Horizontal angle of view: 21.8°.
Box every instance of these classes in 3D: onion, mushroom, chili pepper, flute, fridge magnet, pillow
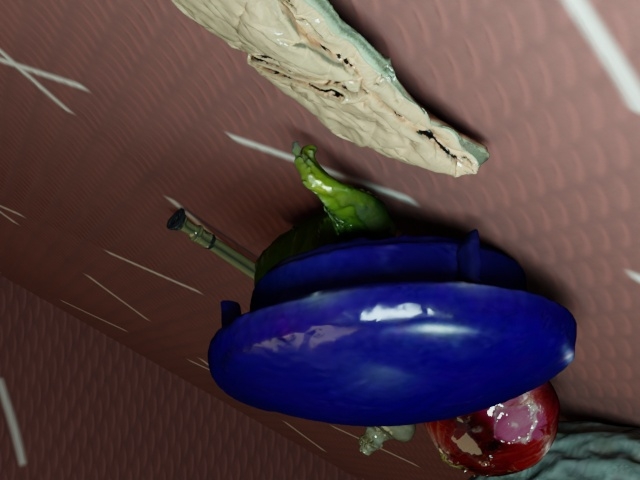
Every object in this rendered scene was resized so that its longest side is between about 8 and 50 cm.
[{"bbox_3d":[0.148,0.147,1.457,0.131,0.131,0.131,28,169,6],"label":"onion"},{"bbox_3d":[0.077,0.241,2.140,0.085,0.079,0.085,29,167,8],"label":"mushroom"},{"bbox_3d":[0.000,0.000,1.291,0.085,0.076,0.359,64,166,10],"label":"chili pepper"},{"bbox_3d":[-0.060,0.036,1.712,0.233,0.027,0.027,34,168,-26],"label":"flute"},{"bbox_3d":[0.051,0.072,1.197,0.266,0.112,0.265,-2,159,-1],"label":"fridge magnet"},{"bbox_3d":[-0.005,-0.103,0.924,0.126,0.043,0.232,25,172,43],"label":"pillow"}]

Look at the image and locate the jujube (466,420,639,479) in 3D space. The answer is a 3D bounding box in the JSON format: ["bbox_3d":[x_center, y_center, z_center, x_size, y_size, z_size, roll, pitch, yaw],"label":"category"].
[{"bbox_3d":[0.263,0.282,1.512,0.308,0.215,0.246,11,119,47],"label":"jujube"}]
